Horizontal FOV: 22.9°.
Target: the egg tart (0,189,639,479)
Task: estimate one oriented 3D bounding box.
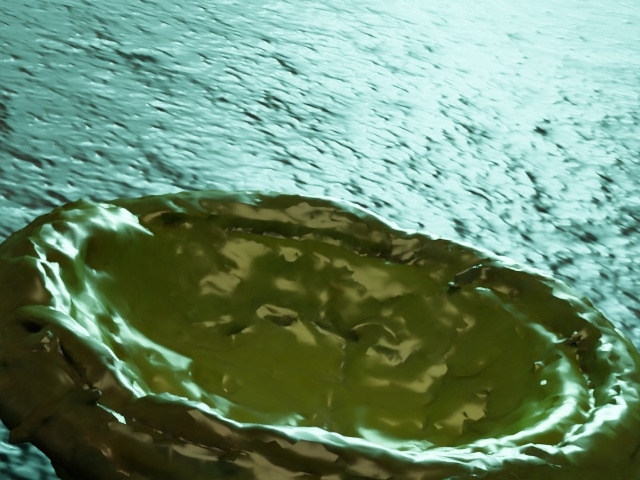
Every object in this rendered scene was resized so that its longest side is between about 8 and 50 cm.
[{"bbox_3d":[-0.011,0.083,0.747,0.345,0.132,0.345,14,22,-6],"label":"egg tart"}]

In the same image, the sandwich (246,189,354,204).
[{"bbox_3d":[0.000,0.000,1.071,0.105,0.036,0.093,3,25,-31],"label":"sandwich"}]
